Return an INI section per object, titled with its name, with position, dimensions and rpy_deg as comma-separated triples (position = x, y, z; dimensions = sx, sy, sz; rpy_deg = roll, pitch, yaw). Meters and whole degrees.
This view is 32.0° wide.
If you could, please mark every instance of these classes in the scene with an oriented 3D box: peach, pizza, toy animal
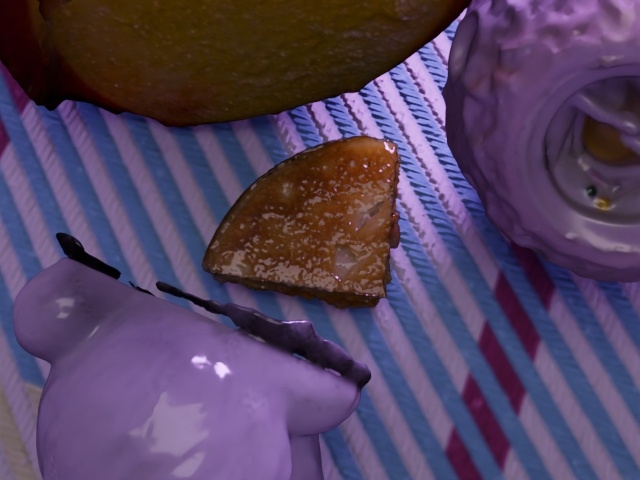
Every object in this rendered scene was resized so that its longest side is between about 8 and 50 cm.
[peach]
position = -0.074, -0.261, 0.754
dimensions = 0.335, 0.406, 0.310
rpy_deg = 9, 69, -38
[pizza]
position = 0.000, 0.000, 0.821
dimensions = 0.175, 0.046, 0.134
rpy_deg = -26, 70, -9
[toy animal]
position = -0.116, 0.205, 0.679
dimensions = 0.258, 0.194, 0.357
rpy_deg = 24, 78, -1

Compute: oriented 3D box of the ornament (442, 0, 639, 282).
[ornament]
position = 0.212, -0.102, 0.755
dimensions = 0.259, 0.259, 0.225
rpy_deg = 19, 35, 8
